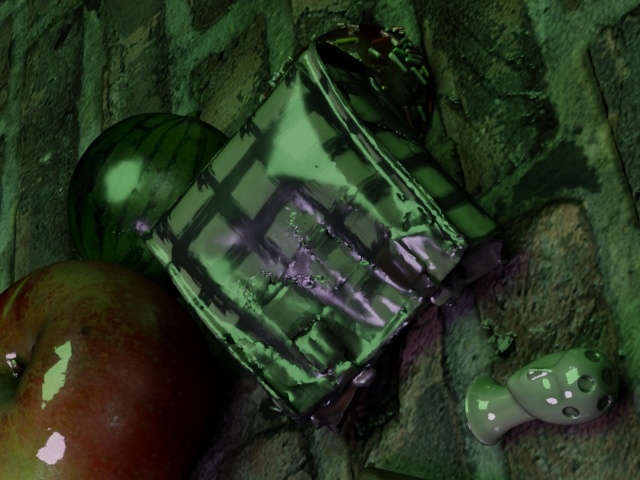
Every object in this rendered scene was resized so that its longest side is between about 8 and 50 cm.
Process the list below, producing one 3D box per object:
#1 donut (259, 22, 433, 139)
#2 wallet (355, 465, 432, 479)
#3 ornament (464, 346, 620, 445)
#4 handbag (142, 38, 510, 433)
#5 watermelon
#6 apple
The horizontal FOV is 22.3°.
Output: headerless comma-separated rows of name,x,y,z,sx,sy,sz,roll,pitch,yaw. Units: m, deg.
donut,0.019,-0.157,2.014,0.269,0.103,0.270,-31,40,30
wallet,0.093,0.290,1.621,0.198,0.031,0.110,5,67,52
ornament,0.214,0.146,1.556,0.156,0.081,0.075,-21,43,45
handbag,0.000,0.000,1.802,0.325,0.162,0.327,-48,60,16
watermelon,-0.202,-0.046,2.065,0.242,0.242,0.242,-30,42,31
apple,-0.283,0.197,1.929,0.348,0.277,0.348,-27,46,31
